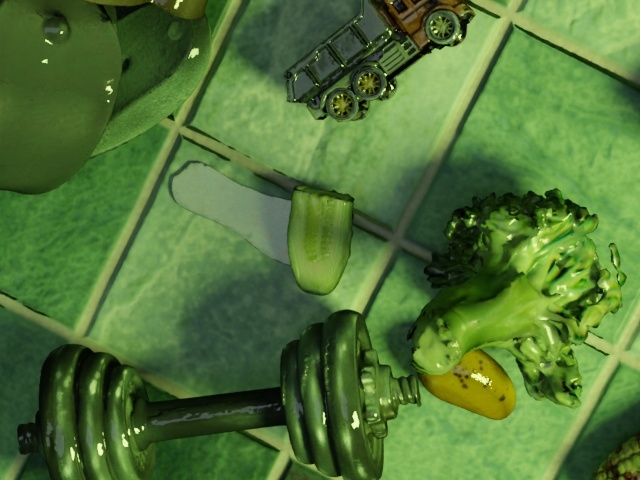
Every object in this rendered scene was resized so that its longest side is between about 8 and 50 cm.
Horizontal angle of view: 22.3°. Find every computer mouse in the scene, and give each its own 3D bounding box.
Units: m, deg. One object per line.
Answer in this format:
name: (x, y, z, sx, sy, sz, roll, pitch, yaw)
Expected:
computer mouse: (-0.192, -0.161, 1.628, 0.229, 0.068, 0.113, -29, 73, 23)

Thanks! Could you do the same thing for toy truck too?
toy truck: (0.053, -0.188, 1.580, 0.192, 0.083, 0.092, -37, 86, 12)

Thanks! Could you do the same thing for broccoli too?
broccoli: (0.169, 0.084, 1.516, 0.177, 0.275, 0.198, -9, 119, 32)

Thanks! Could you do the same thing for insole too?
insole: (-0.062, -0.022, 1.659, 0.197, 0.004, 0.065, 24, 101, 4)

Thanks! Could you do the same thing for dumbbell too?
dumbbell: (-0.103, 0.172, 1.606, 0.406, 0.179, 0.179, -8, 97, 8)

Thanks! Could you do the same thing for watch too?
watch: (-0.324, -0.218, 1.537, 0.335, 0.314, 0.327, 53, 122, 34)

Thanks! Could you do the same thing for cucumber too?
cucumber: (0.000, 0.000, 1.634, 0.067, 0.035, 0.107, 9, 108, 6)

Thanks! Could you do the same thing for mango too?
mango: (0.146, 0.140, 1.620, 0.114, 0.057, 0.079, 39, 144, -14)

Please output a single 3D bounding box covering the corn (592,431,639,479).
corn: (0.383, 0.194, 1.588, 0.253, 0.086, 0.086, -31, 93, 13)
